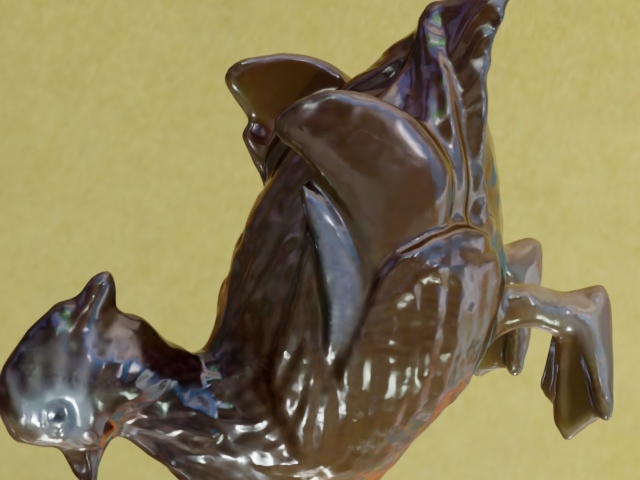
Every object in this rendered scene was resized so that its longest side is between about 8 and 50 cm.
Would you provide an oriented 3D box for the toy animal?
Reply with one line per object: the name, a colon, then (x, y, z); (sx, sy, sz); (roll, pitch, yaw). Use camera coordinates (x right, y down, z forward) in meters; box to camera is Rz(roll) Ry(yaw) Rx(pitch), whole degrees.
toy animal: (0.000, 0.000, 0.582); (0.179, 0.089, 0.188); (6, 104, -26)
